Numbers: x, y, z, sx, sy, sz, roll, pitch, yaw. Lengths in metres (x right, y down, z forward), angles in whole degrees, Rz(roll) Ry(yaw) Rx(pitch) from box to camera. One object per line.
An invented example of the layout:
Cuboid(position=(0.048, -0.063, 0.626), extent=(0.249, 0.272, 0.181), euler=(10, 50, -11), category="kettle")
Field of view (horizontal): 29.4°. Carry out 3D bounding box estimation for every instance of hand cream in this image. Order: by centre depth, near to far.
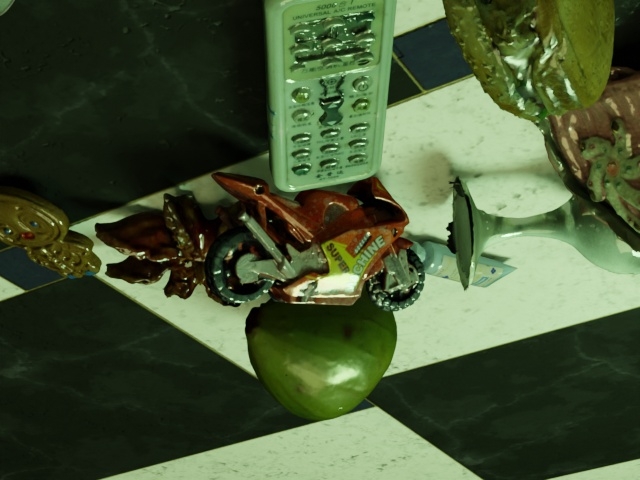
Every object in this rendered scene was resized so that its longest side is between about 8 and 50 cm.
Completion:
Cuboid(position=(0.184, 0.033, 1.645), extent=(0.170, 0.043, 0.065), euler=(14, 147, -35), category="hand cream")

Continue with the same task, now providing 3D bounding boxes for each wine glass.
Cuboid(position=(0.315, -0.021, 1.476), extent=(0.321, 0.143, 0.143), euler=(-6, 150, 0), category="wine glass")

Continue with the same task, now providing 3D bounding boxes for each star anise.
Cuboid(position=(-0.146, 0.013, 1.532), extent=(0.288, 0.088, 0.288), euler=(-4, 148, -2), category="star anise")

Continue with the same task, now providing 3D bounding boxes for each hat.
Cuboid(position=(0.370, -0.063, 1.321), extent=(0.236, 0.107, 0.286), euler=(-6, 123, 47), category="hat")

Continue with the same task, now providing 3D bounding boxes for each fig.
Cuboid(position=(-0.012, 0.130, 1.646), extent=(0.225, 0.203, 0.203), euler=(29, 137, -35), category="fig")

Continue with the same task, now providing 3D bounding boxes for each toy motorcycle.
Cuboid(position=(0.000, 0.002, 1.453), extent=(0.298, 0.171, 0.089), euler=(5, -170, -28), category="toy motorcycle")

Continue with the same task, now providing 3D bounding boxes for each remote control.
Cuboid(position=(0.006, -0.165, 1.257), extent=(0.128, 0.066, 0.335), euler=(-9, 150, -6), category="remote control")

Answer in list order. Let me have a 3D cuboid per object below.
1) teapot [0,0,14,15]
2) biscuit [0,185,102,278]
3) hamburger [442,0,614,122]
Cuboid(position=(-0.322, -0.260, 1.051), extent=(0.146, 0.116, 0.148), euler=(11, 105, -47), category="teapot")
Cuboid(position=(-0.343, -0.007, 1.487), extent=(0.124, 0.026, 0.175), euler=(-12, 137, 40), category="biscuit")
Cuboid(position=(0.191, -0.204, 1.106), extent=(0.122, 0.189, 0.215), euler=(-9, 152, 29), category="hamburger")
